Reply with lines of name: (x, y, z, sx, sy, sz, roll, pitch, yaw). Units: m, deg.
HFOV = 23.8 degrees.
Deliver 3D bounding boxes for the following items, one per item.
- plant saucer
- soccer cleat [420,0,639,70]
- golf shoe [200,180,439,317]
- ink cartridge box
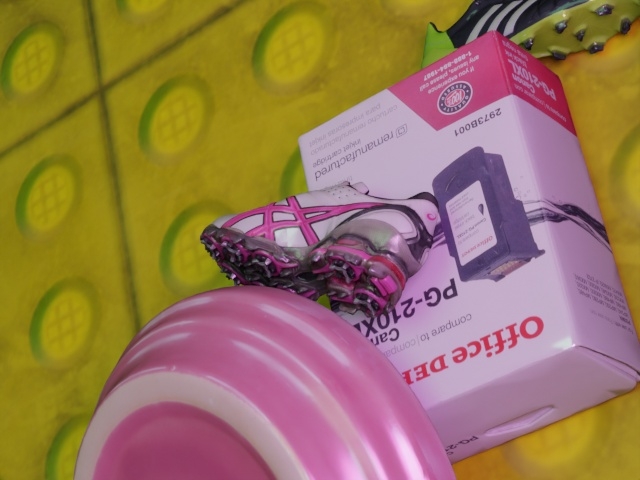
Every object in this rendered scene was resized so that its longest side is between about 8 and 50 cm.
plant saucer: (-0.053, 0.198, 0.988, 0.332, 0.084, 0.332, 10, 104, 41)
soccer cleat: (0.145, -0.157, 1.074, 0.179, 0.060, 0.072, -19, 61, 34)
golf shoe: (0.000, 0.000, 0.998, 0.186, 0.067, 0.086, 6, 50, 44)
ink cartridge box: (0.096, 0.009, 1.018, 0.172, 0.100, 0.237, -27, 58, 28)
